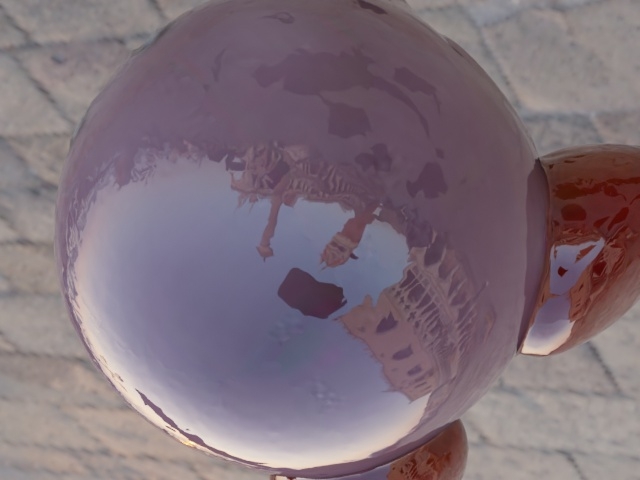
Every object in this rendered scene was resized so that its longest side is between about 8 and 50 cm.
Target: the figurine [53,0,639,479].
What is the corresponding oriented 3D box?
[{"bbox_3d":[0.005,0.006,0.664,0.261,0.270,0.211,43,-167,-1],"label":"figurine"}]
